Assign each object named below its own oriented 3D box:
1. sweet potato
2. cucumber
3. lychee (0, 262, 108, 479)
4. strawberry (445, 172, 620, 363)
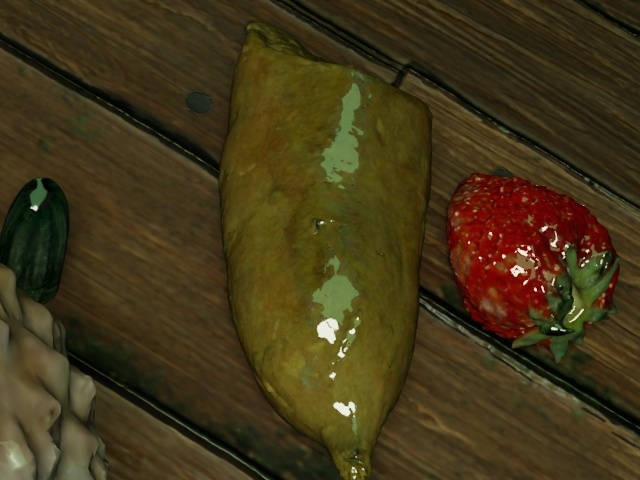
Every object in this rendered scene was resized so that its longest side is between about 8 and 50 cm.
[{"bbox_3d":[0.000,0.000,0.849,0.157,0.158,0.370,10,64,-13],"label":"sweet potato"},{"bbox_3d":[-0.195,-0.001,0.807,0.048,0.105,0.048,13,46,-14],"label":"cucumber"},{"bbox_3d":[-0.294,0.131,0.524,0.432,0.380,0.380,36,55,5],"label":"lychee"},{"bbox_3d":[0.152,0.014,0.909,0.131,0.131,0.148,-33,44,-32],"label":"strawberry"}]
